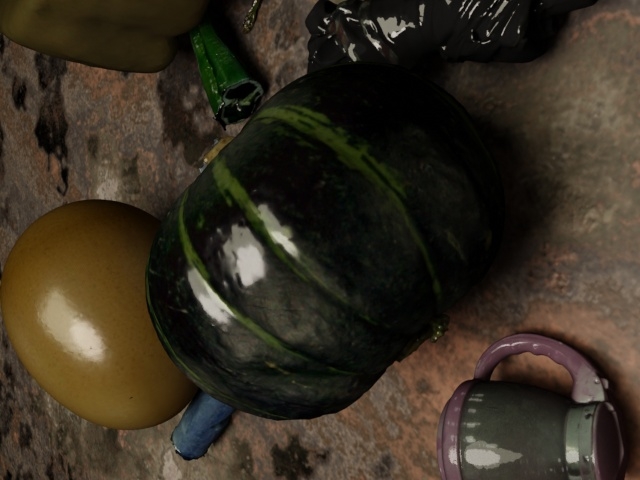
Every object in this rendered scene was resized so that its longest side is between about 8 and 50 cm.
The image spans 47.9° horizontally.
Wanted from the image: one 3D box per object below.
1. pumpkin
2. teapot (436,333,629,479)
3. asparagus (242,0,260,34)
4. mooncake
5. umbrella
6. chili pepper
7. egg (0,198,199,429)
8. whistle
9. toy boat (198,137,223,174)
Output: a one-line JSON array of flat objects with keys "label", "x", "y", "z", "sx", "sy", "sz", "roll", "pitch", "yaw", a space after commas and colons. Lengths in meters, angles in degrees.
[{"label": "pumpkin", "x": 0.000, "y": 0.000, "z": 0.622, "sx": 0.241, "sy": 0.323, "sz": 0.323, "roll": 48, "pitch": 129, "yaw": -1}, {"label": "teapot", "x": 0.187, "y": 0.166, "z": 0.618, "sx": 0.146, "sy": 0.148, "sz": 0.116, "roll": -8, "pitch": 124, "yaw": 34}, {"label": "asparagus", "x": -0.062, "y": -0.322, "z": 0.865, "sx": 0.013, "sy": 0.016, "sz": 0.166, "roll": 26, "pitch": 118, "yaw": -5}, {"label": "mooncake", "x": -0.258, "y": -0.397, "z": 0.891, "sx": 0.379, "sy": 0.201, "sz": 0.378, "roll": -17, "pitch": 68, "yaw": 50}, {"label": "umbrella", "x": 0.109, "y": -0.200, "z": 0.646, "sx": 0.273, "sy": 0.122, "sz": 0.110, "roll": -6, "pitch": 122, "yaw": 41}, {"label": "chili pepper", "x": -0.143, "y": -0.254, "z": 0.924, "sx": 0.226, "sy": 0.059, "sz": 0.088, "roll": 64, "pitch": 144, "yaw": 24}, {"label": "egg", "x": -0.273, "y": 0.094, "z": 0.943, "sx": 0.322, "sy": 0.250, "sz": 0.250, "roll": 54, "pitch": 127, "yaw": 24}, {"label": "whistle", "x": -0.111, "y": 0.172, "z": 0.923, "sx": 0.062, "sy": 0.062, "sz": 0.304, "roll": 52, "pitch": 126, "yaw": 28}, {"label": "toy boat", "x": -0.119, "y": -0.076, "z": 0.940, "sx": 0.115, "sy": 0.016, "sz": 0.063, "roll": 54, "pitch": 127, "yaw": 26}]
